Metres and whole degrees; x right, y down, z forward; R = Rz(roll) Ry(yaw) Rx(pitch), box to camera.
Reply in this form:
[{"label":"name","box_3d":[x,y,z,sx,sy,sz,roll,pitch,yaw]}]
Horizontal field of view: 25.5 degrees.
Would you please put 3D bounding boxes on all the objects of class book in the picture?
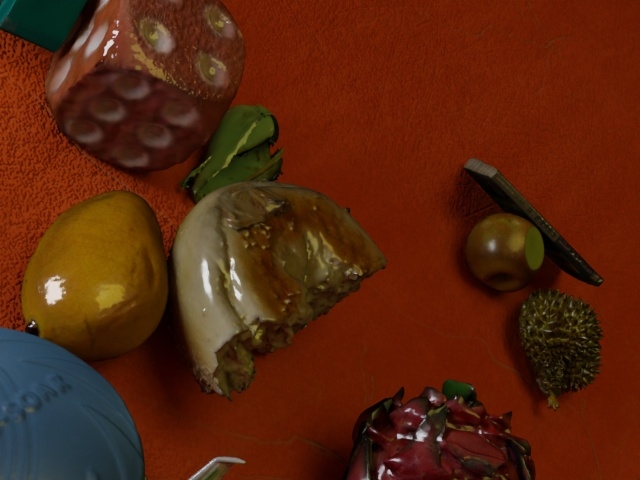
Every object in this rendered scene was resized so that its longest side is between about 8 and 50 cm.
[{"label":"book","box_3d":[0.308,-0.027,2.056,0.228,0.024,0.160,45,0,-12]}]

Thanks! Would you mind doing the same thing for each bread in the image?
[{"label":"bread","box_3d":[-0.080,0.036,1.564,0.192,0.171,0.314,51,37,0]}]

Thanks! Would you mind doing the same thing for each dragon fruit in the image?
[{"label":"dragon fruit","box_3d":[0.120,0.299,1.556,0.234,0.234,0.293,37,55,-21]}]

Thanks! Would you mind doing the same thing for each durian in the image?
[{"label":"durian","box_3d":[0.336,0.147,1.970,0.146,0.102,0.208,41,43,-24]}]

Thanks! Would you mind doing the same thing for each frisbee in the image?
[{"label":"frisbee","box_3d":[-0.293,0.181,1.255,0.290,0.049,0.289,13,44,-13]}]

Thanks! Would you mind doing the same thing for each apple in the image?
[{"label":"apple","box_3d":[0.257,0.020,1.985,0.114,0.099,0.102,56,41,-38]}]

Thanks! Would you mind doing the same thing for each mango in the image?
[{"label":"mango","box_3d":[-0.225,0.034,1.470,0.147,0.109,0.227,21,44,-1]}]

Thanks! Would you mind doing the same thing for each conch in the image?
[{"label":"conch","box_3d":[-0.100,-0.093,1.727,0.106,0.079,0.170,38,56,-10]}]

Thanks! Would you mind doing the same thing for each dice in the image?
[{"label":"dice","box_3d":[-0.198,-0.193,1.613,0.174,0.175,0.179,29,43,-29]}]

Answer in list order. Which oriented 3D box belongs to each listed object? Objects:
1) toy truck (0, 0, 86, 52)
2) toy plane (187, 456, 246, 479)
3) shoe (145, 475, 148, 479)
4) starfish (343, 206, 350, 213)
[{"label":"toy truck","box_3d":[-0.330,-0.333,1.631,0.114,0.124,0.253,22,50,-37]},{"label":"toy plane","box_3d":[-0.156,0.318,1.322,0.255,0.101,0.251,11,90,-24]},{"label":"shoe","box_3d":[-0.224,0.191,1.396,0.179,0.049,0.071,54,39,0]},{"label":"starfish","box_3d":[-0.002,0.003,1.772,0.133,0.041,0.130,52,46,-13]}]
